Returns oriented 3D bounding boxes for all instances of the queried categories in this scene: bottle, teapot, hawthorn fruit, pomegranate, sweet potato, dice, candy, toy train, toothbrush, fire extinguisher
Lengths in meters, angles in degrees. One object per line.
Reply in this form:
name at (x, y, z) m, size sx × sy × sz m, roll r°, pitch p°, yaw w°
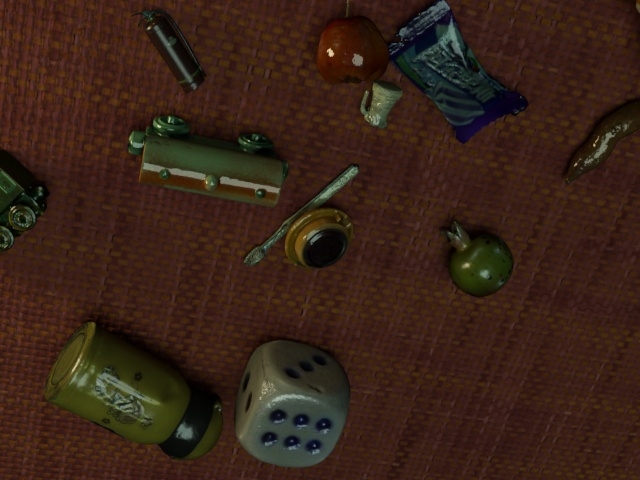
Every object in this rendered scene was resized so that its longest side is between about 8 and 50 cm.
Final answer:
bottle at (-0.351, 0.317, 1.665) m, size 0.351 × 0.171 × 0.171 m, roll 35°, pitch 107°, yaw -22°
teapot at (0.106, -0.244, 1.516) m, size 0.067 × 0.057 × 0.083 m, roll 8°, pitch 121°, yaw -17°
hawthorn fruit at (0.052, -0.326, 1.439) m, size 0.125 × 0.140 × 0.125 m, roll -19°, pitch 155°, yaw -9°
pomegranate at (0.297, 0.040, 1.653) m, size 0.159 × 0.129 × 0.129 m, roll 25°, pitch 112°, yaw 2°
sweet potato at (0.544, -0.193, 1.607) m, size 0.065 × 0.051 × 0.218 m, roll 39°, pitch 105°, yaw -26°
dice at (-0.061, 0.329, 1.704) m, size 0.193 × 0.192 × 0.194 m, roll 18°, pitch 114°, yaw -15°
candy at (0.242, -0.292, 1.506) m, size 0.145 × 0.070 × 0.275 m, roll -37°, pitch 118°, yaw 20°
toy train at (-0.593, -0.045, 1.497) m, size 0.225 × 0.090 × 0.137 m, roll -40°, pitch 108°, yaw 12°
toy train at (-0.192, -0.129, 1.460) m, size 0.285 × 0.177 × 0.116 m, roll 11°, pitch 115°, yaw -14°
toothbrush at (-0.037, -0.047, 1.612) m, size 0.294 × 0.028 × 0.026 m, roll -42°, pitch 116°, yaw 7°
fire extinguisher at (-0.254, -0.327, 1.427) m, size 0.064 × 0.043 × 0.158 m, roll -43°, pitch 119°, yaw -20°

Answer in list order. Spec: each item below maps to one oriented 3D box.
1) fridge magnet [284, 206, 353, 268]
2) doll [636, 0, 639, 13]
fridge magnet at (0.000, 0.000, 1.611) m, size 0.143 × 0.063 × 0.143 m, roll -15°, pitch 131°, yaw -18°
doll at (0.633, -0.396, 1.451) m, size 0.166 × 0.162 × 0.270 m, roll -3°, pitch 128°, yaw 31°
